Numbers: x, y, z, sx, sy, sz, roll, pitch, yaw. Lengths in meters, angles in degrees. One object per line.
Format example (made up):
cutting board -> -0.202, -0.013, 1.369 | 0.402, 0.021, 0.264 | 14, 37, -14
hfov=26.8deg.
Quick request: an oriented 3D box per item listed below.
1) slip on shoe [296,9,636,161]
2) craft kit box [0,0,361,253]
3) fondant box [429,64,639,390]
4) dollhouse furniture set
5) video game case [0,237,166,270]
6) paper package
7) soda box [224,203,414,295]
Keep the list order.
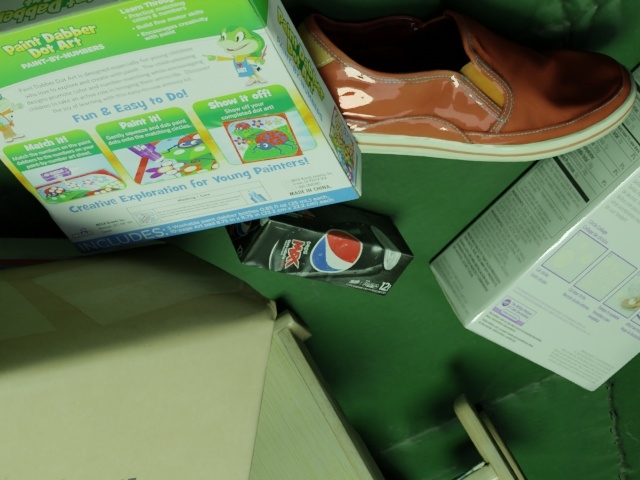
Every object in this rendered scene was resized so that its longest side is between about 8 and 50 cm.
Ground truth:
slip on shoe -> 0.121, -0.135, 1.109 | 0.331, 0.123, 0.101 | -1, 128, -20
craft kit box -> -0.126, -0.098, 0.992 | 0.249, 0.061, 0.247 | -11, 144, 17
fondant box -> 0.308, -0.014, 1.336 | 0.330, 0.096, 0.238 | -44, 136, 19
dollhouse furniture set -> 0.006, 0.264, 1.418 | 0.362, 0.256, 0.394 | -32, 159, 5
video game case -> -0.267, 0.111, 1.218 | 0.204, 0.025, 0.285 | 1, 131, -28
paper package -> -0.222, 0.184, 1.067 | 0.324, 0.168, 0.310 | -10, 118, -40
soda box -> 0.000, 0.000, 1.217 | 0.168, 0.060, 0.053 | 13, 124, -36
